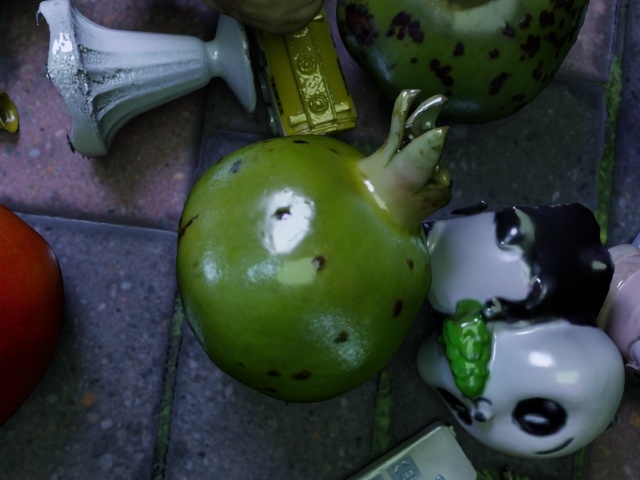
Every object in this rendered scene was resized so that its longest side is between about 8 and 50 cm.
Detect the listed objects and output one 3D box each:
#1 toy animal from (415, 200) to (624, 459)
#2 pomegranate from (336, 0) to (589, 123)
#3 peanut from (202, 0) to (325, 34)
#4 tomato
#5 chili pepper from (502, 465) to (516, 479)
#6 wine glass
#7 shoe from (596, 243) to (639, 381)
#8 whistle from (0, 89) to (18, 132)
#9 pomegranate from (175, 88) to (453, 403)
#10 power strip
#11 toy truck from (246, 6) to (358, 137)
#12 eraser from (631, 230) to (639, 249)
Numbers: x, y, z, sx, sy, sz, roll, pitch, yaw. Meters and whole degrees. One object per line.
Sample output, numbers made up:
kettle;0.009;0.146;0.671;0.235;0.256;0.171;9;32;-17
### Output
toy animal;0.200;0.092;0.659;0.213;0.212;0.266;-1;81;-6
pomegranate;0.141;-0.245;0.639;0.255;0.270;0.254;0;88;13
peanut;-0.111;-0.292;0.574;0.291;0.143;0.159;24;62;19
tomato;-0.399;0.083;0.587;0.299;0.226;0.298;0;88;-9
chili pepper;0.131;0.414;0.674;0.338;0.131;0.134;-33;100;-8
wine glass;-0.178;-0.182;0.663;0.197;0.165;0.164;-15;89;-14
shoe;0.464;0.130;0.670;0.351;0.198;0.171;14;104;1
whistle;-0.398;-0.145;0.690;0.109;0.046;0.057;-3;102;0
pomegranate;0.000;0.000;0.593;0.260;0.260;0.340;39;117;-3
power strip;0.088;0.288;0.722;0.192;0.035;0.081;-31;91;-6
toy truck;-0.027;-0.212;0.693;0.098;0.114;0.226;-16;89;-6
eraser;0.455;0.039;0.776;0.150;0.023;0.103;34;87;-4
